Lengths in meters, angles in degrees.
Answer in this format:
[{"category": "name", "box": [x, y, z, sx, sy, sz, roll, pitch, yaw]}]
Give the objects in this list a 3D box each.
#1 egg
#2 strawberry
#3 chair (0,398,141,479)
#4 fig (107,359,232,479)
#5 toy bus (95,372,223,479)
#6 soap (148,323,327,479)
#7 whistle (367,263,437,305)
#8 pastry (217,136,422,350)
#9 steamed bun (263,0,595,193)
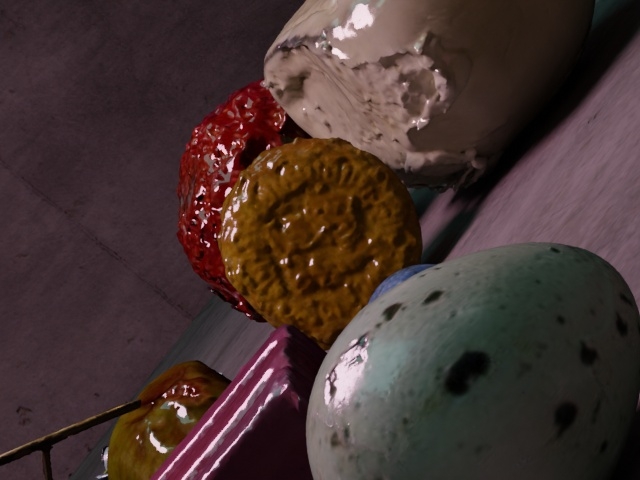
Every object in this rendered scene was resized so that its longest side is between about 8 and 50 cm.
[{"category": "egg", "box": [0.069, 0.069, 0.683, 0.164, 0.131, 0.131, -41, 1, -27]}, {"category": "strawberry", "box": [-0.053, -0.042, 1.709, 0.220, 0.274, 0.274, -6, 34, 37]}, {"category": "chair", "box": [-0.237, 0.236, 1.087, 0.326, 0.160, 0.170, -11, -44, -38]}, {"category": "fig", "box": [-0.102, 0.182, 1.295, 0.144, 0.154, 0.165, -4, -43, -30]}, {"category": "toy bus", "box": [-0.136, 0.206, 1.531, 0.088, 0.101, 0.175, -18, 17, 20]}, {"category": "soap", "box": [-0.092, 0.226, 0.906, 0.359, 0.128, 0.233, -50, 4, 3]}, {"category": "whistle", "box": [0.078, 0.046, 0.990, 0.158, 0.090, 0.090, -46, 7, 40]}, {"category": "pastry", "box": [0.000, 0.000, 1.432, 0.188, 0.189, 0.103, -50, -1, 2]}, {"category": "steamed bun", "box": [0.127, -0.199, 1.502, 0.312, 0.233, 0.334, -48, 12, -10]}]
